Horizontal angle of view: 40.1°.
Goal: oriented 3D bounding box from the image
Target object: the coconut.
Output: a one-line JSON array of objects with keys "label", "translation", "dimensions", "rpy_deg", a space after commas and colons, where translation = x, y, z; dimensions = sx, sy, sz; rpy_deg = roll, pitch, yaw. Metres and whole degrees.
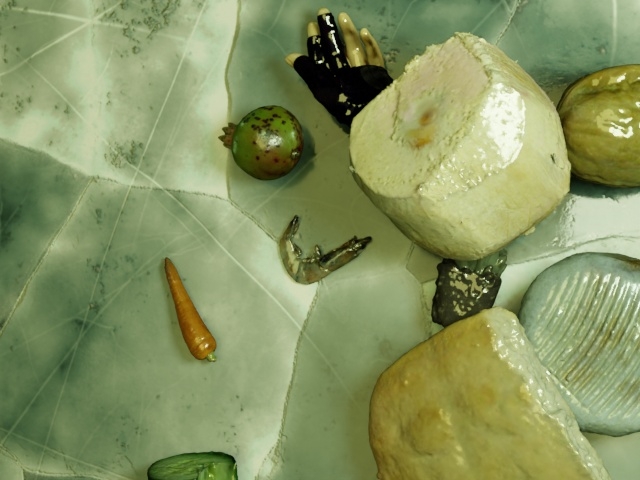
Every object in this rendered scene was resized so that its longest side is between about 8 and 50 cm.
[{"label": "coconut", "translation": [0.283, -0.148, 1.662], "dimensions": [0.405, 0.404, 0.404], "rpy_deg": [-1, 86, 10]}]

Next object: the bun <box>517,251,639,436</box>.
[{"label": "bun", "translation": [0.548, 0.191, 1.673], "dimensions": [0.362, 0.211, 0.362], "rpy_deg": [1, 94, 16]}]

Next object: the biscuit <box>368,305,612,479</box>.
[{"label": "biscuit", "translation": [0.284, 0.376, 1.658], "dimensions": [0.446, 0.104, 0.429], "rpy_deg": [-27, 86, 30]}]

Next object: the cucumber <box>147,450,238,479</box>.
[{"label": "cucumber", "translation": [-0.275, 0.516, 1.817], "dimensions": [0.191, 0.191, 0.130], "rpy_deg": [-10, 84, 9]}]

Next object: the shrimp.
[{"label": "shrimp", "translation": [0.001, 0.000, 1.874], "dimensions": [0.195, 0.035, 0.148], "rpy_deg": [-30, 80, 8]}]

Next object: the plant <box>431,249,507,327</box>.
[{"label": "plant", "translation": [0.297, 0.085, 1.767], "dimensions": [0.132, 0.129, 0.194], "rpy_deg": [16, 92, 10]}]

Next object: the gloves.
[{"label": "gloves", "translation": [0.042, -0.352, 1.828], "dimensions": [0.197, 0.152, 0.301], "rpy_deg": [-15, 71, -18]}]

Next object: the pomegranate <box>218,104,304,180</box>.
[{"label": "pomegranate", "translation": [-0.127, -0.210, 1.856], "dimensions": [0.205, 0.159, 0.159], "rpy_deg": [14, 89, 35]}]

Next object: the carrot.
[{"label": "carrot", "translation": [-0.293, 0.153, 1.902], "dimensions": [0.061, 0.061, 0.256], "rpy_deg": [-30, 79, 7]}]

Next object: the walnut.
[{"label": "walnut", "translation": [0.587, -0.219, 1.688], "dimensions": [0.283, 0.283, 0.227], "rpy_deg": [-3, 43, 9]}]
